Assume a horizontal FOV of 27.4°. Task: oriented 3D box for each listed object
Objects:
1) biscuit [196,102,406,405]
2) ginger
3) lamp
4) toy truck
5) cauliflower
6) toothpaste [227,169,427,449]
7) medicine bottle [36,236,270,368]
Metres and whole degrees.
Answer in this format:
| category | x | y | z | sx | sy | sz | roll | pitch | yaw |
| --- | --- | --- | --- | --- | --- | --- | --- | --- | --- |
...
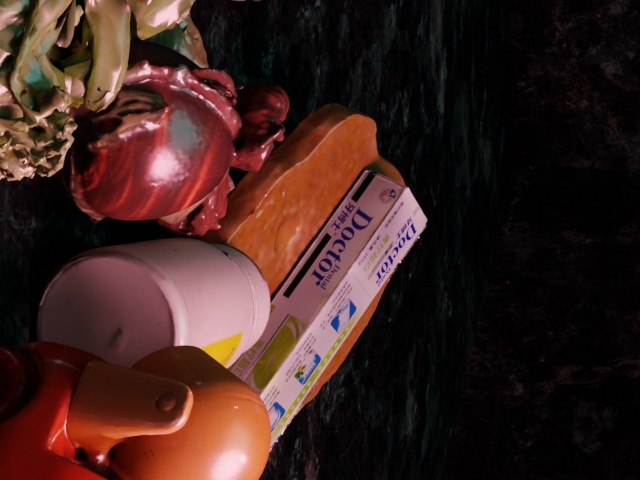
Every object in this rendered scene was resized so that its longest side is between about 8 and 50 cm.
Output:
| category | x | y | z | sx | sy | sz | roll | pitch | yaw |
| --- | --- | --- | --- | --- | --- | --- | --- | --- | --- |
| biscuit | -0.039 | 0.048 | 1.505 | 0.385 | 0.062 | 0.365 | -53 | 149 | -15 |
| ginger | -0.141 | -0.130 | 1.259 | 0.149 | 0.065 | 0.258 | -56 | 156 | -11 |
| lamp | -0.143 | -0.076 | 1.125 | 0.215 | 0.223 | 0.151 | -36 | -143 | 47 |
| toy truck | -0.169 | 0.196 | 0.981 | 0.189 | 0.239 | 0.265 | 70 | 30 | -55 |
| cauliflower | -0.183 | -0.180 | 0.798 | 0.272 | 0.250 | 0.275 | -71 | 154 | -46 |
| toothpaste | -0.005 | 0.081 | 1.456 | 0.336 | 0.067 | 0.081 | -55 | 147 | -12 |
| medicine bottle | -0.143 | 0.068 | 1.210 | 0.258 | 0.143 | 0.143 | -16 | 110 | -73 |
